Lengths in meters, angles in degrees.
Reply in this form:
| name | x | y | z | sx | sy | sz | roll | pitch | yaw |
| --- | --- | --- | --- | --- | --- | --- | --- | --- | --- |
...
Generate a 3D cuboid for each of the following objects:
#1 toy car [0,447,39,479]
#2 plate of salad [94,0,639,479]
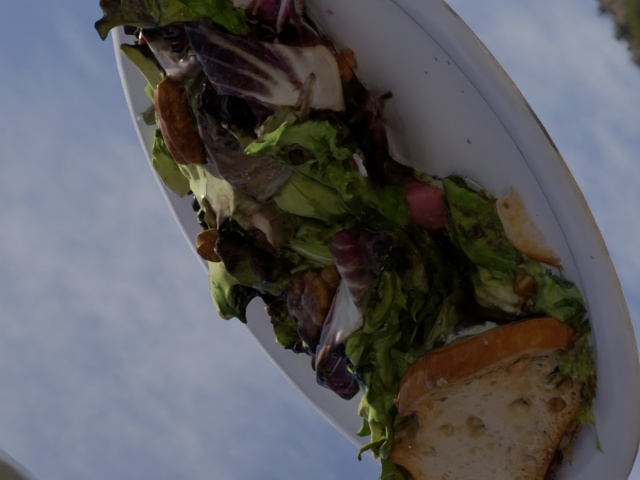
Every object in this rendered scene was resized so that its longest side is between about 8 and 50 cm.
| name | x | y | z | sx | sy | sz | roll | pitch | yaw |
| --- | --- | --- | --- | --- | --- | --- | --- | --- | --- |
| toy car | -0.105 | 0.106 | 0.321 | 0.210 | 0.219 | 0.238 | 16 | -151 | 40 |
| plate of salad | 0.000 | 0.000 | 0.431 | 0.048 | 0.200 | 0.200 | -36 | -103 | -25 |
